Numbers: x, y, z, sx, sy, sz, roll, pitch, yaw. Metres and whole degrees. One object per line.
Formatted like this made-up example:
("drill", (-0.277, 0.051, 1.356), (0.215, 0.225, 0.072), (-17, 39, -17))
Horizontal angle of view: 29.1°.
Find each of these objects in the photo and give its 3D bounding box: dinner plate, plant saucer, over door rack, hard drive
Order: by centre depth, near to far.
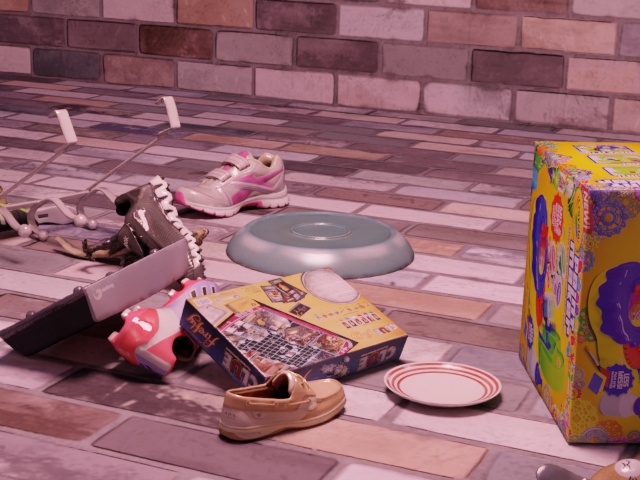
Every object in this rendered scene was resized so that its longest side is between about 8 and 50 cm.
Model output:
("dinner plate", (0.146, 0.176, 1.479), (0.141, 0.017, 0.141), (2, 16, -1))
("hard drive", (-0.284, 0.074, 1.606), (0.172, 0.054, 0.254), (-26, 3, 26))
("over door rack", (-0.388, -0.091, 1.993), (0.239, 0.108, 0.324), (-16, -21, -49))
("plant saucer", (0.000, 0.000, 2.066), (0.317, 0.044, 0.317), (2, 14, 0))

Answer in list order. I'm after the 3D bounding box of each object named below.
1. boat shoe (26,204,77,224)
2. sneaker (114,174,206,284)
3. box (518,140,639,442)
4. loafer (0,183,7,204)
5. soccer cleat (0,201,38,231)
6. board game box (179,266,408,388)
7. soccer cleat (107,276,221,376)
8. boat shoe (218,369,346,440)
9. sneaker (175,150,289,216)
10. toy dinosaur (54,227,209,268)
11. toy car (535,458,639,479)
("boat shoe", (-0.484, -0.047, 2.199), (0.100, 0.035, 0.035), (-8, 19, -10))
("sneaker", (-0.248, 0.003, 1.859), (0.106, 0.078, 0.234), (-17, 53, -18))
("box", (0.354, 0.050, 1.446), (0.177, 0.290, 0.279), (1, 14, -3))
("loafer", (-0.614, -0.072, 2.161), (0.101, 0.092, 0.268), (3, 16, -1))
("soccer cleat", (-0.552, -0.035, 2.077), (0.060, 0.072, 0.179), (-5, -19, 35))
("board game box", (-0.031, 0.113, 1.543), (0.243, 0.042, 0.165), (-11, 40, -42))
("soccer cleat", (-0.180, 0.114, 1.591), (0.095, 0.083, 0.248), (37, 19, 11))
("boat shoe", (-0.038, 0.175, 1.377), (0.170, 0.059, 0.063), (-12, 20, -41))
("sneaker", (-0.168, -0.113, 2.327), (0.252, 0.111, 0.103), (-13, 21, -42))
("toy dinosaur", (-0.313, 0.016, 1.949), (0.268, 0.064, 0.118), (0, 11, 11))
("toy car", (0.290, 0.223, 1.117), (0.188, 0.149, 0.155), (-7, 24, 12))
